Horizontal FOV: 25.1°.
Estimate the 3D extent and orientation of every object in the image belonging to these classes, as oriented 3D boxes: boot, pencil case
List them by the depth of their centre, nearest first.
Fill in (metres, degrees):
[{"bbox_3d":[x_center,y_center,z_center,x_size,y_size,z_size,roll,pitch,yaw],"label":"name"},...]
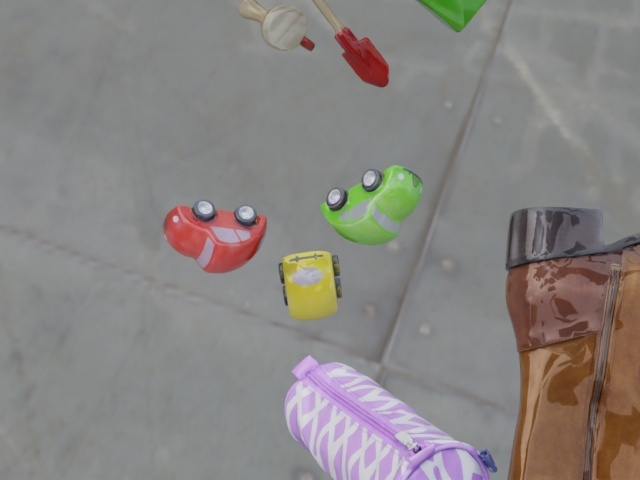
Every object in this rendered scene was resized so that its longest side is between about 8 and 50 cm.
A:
[{"bbox_3d":[0.046,0.161,1.122,0.086,0.088,0.206,-44,29,-12],"label":"pencil case"},{"bbox_3d":[0.280,0.117,1.186,0.264,0.096,0.280,3,79,-13],"label":"boot"}]

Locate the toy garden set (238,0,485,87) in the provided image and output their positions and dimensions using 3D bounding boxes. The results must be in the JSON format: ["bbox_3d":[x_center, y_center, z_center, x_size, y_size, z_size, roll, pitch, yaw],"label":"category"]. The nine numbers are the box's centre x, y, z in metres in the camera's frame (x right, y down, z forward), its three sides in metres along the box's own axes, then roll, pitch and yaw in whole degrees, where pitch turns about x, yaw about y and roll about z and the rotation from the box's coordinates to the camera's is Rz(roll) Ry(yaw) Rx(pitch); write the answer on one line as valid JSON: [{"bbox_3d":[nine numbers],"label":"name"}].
[{"bbox_3d":[-0.009,-0.206,0.866,0.244,0.204,0.049,38,2,-9],"label":"toy garden set"}]

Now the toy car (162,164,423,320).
[{"bbox_3d":[0.000,0.000,1.369,0.239,0.225,0.053,32,40,-44],"label":"toy car"}]
